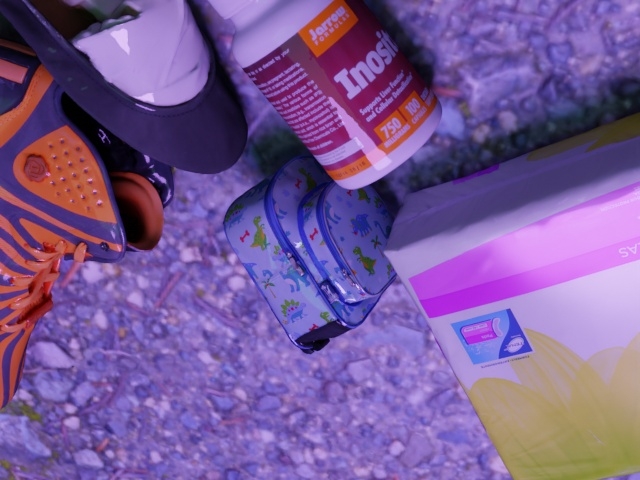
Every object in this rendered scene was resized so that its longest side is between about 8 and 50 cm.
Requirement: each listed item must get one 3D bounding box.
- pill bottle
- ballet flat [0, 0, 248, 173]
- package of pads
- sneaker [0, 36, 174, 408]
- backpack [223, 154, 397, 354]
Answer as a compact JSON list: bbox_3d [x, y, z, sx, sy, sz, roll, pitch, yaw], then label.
[{"bbox_3d":[0.001,-0.113,0.680,0.086,0.086,0.152,-31,109,30],"label":"pill bottle"},{"bbox_3d":[-0.147,-0.150,0.684,0.280,0.095,0.096,42,153,-12],"label":"ballet flat"},{"bbox_3d":[0.223,0.037,0.701,0.296,0.101,0.229,-20,114,26],"label":"package of pads"},{"bbox_3d":[-0.208,0.015,0.798,0.180,0.124,0.321,13,124,9],"label":"sneaker"},{"bbox_3d":[0.000,0.000,0.741,0.084,0.105,0.114,-33,97,35],"label":"backpack"}]
